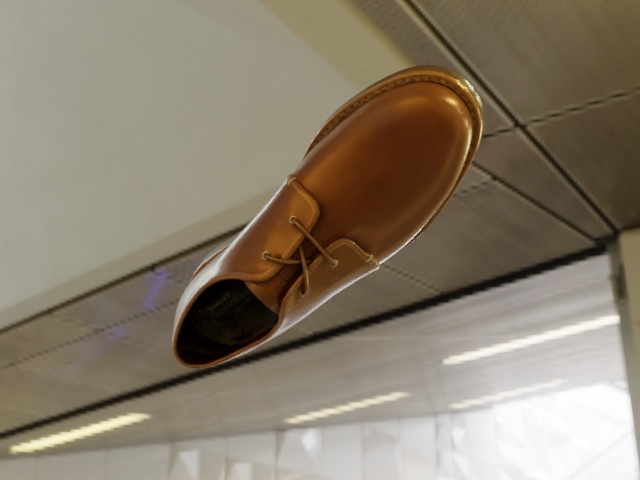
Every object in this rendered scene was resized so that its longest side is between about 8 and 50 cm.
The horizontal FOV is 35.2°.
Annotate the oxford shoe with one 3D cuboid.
[{"bbox_3d":[0.000,0.000,0.507,0.076,0.076,0.212,42,-61,-6],"label":"oxford shoe"}]
